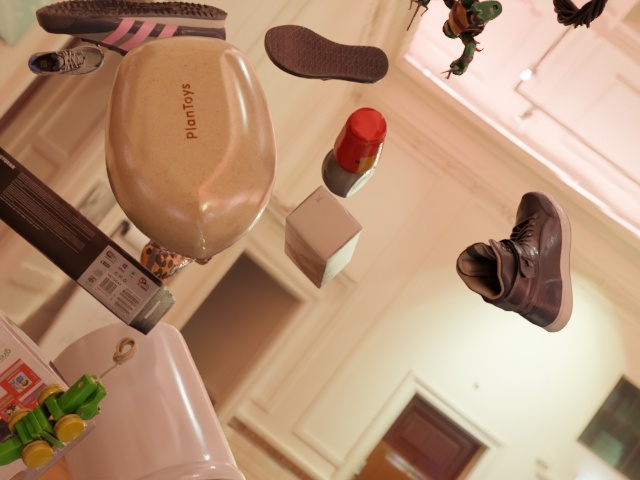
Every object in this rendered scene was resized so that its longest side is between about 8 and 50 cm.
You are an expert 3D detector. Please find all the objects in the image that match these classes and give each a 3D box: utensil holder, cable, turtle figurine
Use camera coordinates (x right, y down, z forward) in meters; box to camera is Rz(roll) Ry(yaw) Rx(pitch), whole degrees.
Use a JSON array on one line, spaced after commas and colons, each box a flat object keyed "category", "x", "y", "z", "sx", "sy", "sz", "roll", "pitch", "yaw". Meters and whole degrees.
[{"category": "utensil holder", "x": -0.361, "y": 0.400, "z": 1.932, "sx": 0.385, "sy": 0.327, "sz": 0.327, "roll": 63, "pitch": 7, "yaw": 33}, {"category": "cable", "x": 0.472, "y": -0.448, "z": 1.688, "sx": 0.047, "sy": 0.151, "sz": 0.184, "roll": 13, "pitch": 7, "yaw": -22}, {"category": "turtle figurine", "x": 0.251, "y": -0.407, "z": 1.738, "sx": 0.175, "sy": 0.118, "sz": 0.234, "roll": 54, "pitch": -18, "yaw": 3}]

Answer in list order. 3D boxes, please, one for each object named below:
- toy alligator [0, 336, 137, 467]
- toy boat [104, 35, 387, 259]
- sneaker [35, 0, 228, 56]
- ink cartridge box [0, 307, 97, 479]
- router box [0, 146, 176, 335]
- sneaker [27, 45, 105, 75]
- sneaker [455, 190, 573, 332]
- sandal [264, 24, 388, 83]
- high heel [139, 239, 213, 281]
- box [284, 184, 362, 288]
[{"category": "toy alligator", "x": -0.247, "y": 0.171, "z": 0.944, "sx": 0.056, "sy": 0.189, "sz": 0.051, "roll": 47, "pitch": -7, "yaw": 38}, {"category": "toy boat", "x": -0.083, "y": -0.099, "z": 1.082, "sx": 0.318, "sy": 0.268, "sz": 0.148, "roll": 1, "pitch": -22, "yaw": -10}, {"category": "sneaker", "x": -0.320, "y": -0.337, "z": 1.619, "sx": 0.319, "sy": 0.131, "sz": 0.112, "roll": 1, "pitch": 28, "yaw": -10}, {"category": "ink cartridge box", "x": -0.513, "y": 0.255, "z": 1.312, "sx": 0.130, "sy": 0.309, "sz": 0.272, "roll": 37, "pitch": -19, "yaw": 44}, {"category": "router box", "x": -0.363, "y": 0.010, "z": 1.420, "sx": 0.309, "sy": 0.081, "sz": 0.243, "roll": 40, "pitch": -10, "yaw": 2}, {"category": "sneaker", "x": -0.444, "y": -0.309, "z": 1.652, "sx": 0.058, "sy": 0.135, "sz": 0.052, "roll": -112, "pitch": -167, "yaw": -79}, {"category": "sneaker", "x": 0.269, "y": 0.003, "z": 1.330, "sx": 0.163, "sy": 0.226, "sz": 0.086, "roll": 21, "pitch": -39, "yaw": -26}, {"category": "sandal", "x": 0.007, "y": -0.349, "z": 1.847, "sx": 0.254, "sy": 0.097, "sz": 0.054, "roll": 11, "pitch": -12, "yaw": -19}, {"category": "high heel", "x": -0.280, "y": 0.044, "z": 1.834, "sx": 0.093, "sy": 0.186, "sz": 0.261, "roll": 16, "pitch": -23, "yaw": 13}, {"category": "box", "x": 0.000, "y": 0.000, "z": 1.763, "sx": 0.113, "sy": 0.094, "sz": 0.275, "roll": 46, "pitch": -11, "yaw": 9}]
